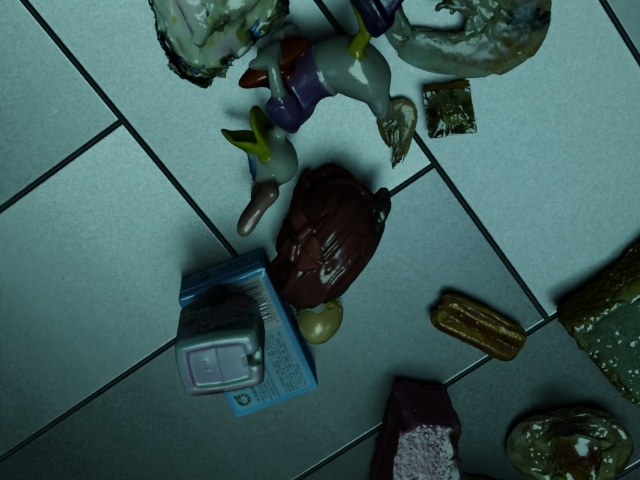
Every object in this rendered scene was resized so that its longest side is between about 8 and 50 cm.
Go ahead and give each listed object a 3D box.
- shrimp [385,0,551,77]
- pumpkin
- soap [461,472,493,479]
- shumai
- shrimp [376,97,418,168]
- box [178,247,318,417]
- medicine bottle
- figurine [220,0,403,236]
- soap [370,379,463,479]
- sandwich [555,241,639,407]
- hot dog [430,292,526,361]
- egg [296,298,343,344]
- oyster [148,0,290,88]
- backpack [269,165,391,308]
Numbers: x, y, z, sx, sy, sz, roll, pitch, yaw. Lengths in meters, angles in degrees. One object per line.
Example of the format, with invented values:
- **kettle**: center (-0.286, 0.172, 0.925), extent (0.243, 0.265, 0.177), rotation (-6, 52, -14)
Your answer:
- **shrimp**: center (0.171, -0.370, 1.659), extent (0.247, 0.085, 0.360), rotation (-37, 114, 19)
- **pumpkin**: center (0.189, -0.190, 1.744), extent (0.074, 0.054, 0.083), rotation (-10, 118, 5)
- **soap**: center (0.296, 0.490, 1.930), extent (0.160, 0.257, 0.080), rotation (16, 111, -10)
- **shumai**: center (0.417, 0.359, 1.947), extent (0.209, 0.153, 0.161), rotation (9, 105, -4)
- **shrimp**: center (0.109, -0.161, 1.769), extent (0.059, 0.023, 0.108), rotation (16, 112, 0)
- **box**: center (-0.111, 0.145, 1.853), extent (0.142, 0.083, 0.232), rotation (-21, 114, 5)
- **medicine bottle**: center (-0.140, 0.135, 1.699), extent (0.119, 0.188, 0.094), rotation (-10, 113, 2)
- **figurine**: center (-0.014, -0.202, 1.651), extent (0.193, 0.154, 0.421), rotation (40, 116, -9)
- **soap**: center (0.148, 0.393, 1.924), extent (0.112, 0.182, 0.289), rotation (7, 117, -7)
- **sandwich**: center (0.560, 0.118, 1.876), extent (0.301, 0.099, 0.271), rotation (-41, 110, 12)
- **hot dog**: center (0.256, 0.139, 1.893), extent (0.165, 0.045, 0.071), rotation (26, 107, -14)
- **egg**: center (-0.002, 0.122, 1.849), extent (0.071, 0.083, 0.071), rotation (10, 133, 11)
- **oyster**: center (-0.138, -0.334, 1.646), extent (0.198, 0.092, 0.259), rotation (6, 104, -7)
- **backpack**: center (0.002, 0.001, 1.725), extent (0.139, 0.229, 0.229), rotation (33, 107, -12)
